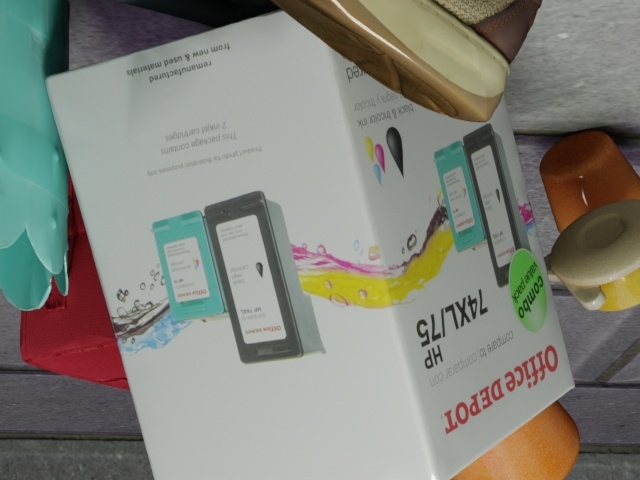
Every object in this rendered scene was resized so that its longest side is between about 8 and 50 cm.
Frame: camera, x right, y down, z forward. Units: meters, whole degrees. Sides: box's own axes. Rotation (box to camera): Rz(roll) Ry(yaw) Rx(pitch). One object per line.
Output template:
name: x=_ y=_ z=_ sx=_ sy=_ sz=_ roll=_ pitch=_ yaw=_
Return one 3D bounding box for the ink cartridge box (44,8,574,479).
ink cartridge box: x=0.000 y=0.000 z=1.028 sx=0.197 sy=0.270 sz=0.198 roll=-11 pitch=-173 yaw=33

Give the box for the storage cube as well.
storage cube: x=-0.092 y=0.010 z=1.309 sx=0.193 sy=0.184 sz=0.215 roll=-12 pitch=159 yaw=34

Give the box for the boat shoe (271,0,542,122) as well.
boat shoe: x=-0.012 y=-0.189 z=0.794 sx=0.342 sy=0.123 sz=0.123 roll=35 pitch=176 yaw=-31

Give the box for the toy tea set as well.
toy tea set: x=0.160 y=0.065 z=1.239 sx=0.200 sy=0.336 sz=0.124 roll=18 pitch=145 yaw=55

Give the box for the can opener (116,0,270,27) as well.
can opener: x=-0.151 y=-0.157 z=0.938 sx=0.280 sy=0.093 sz=0.074 roll=6 pitch=164 yaw=-35

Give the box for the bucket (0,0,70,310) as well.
bucket: x=-0.279 y=-0.071 z=1.029 sx=0.281 sy=0.183 sz=0.281 roll=4 pitch=164 yaw=1
